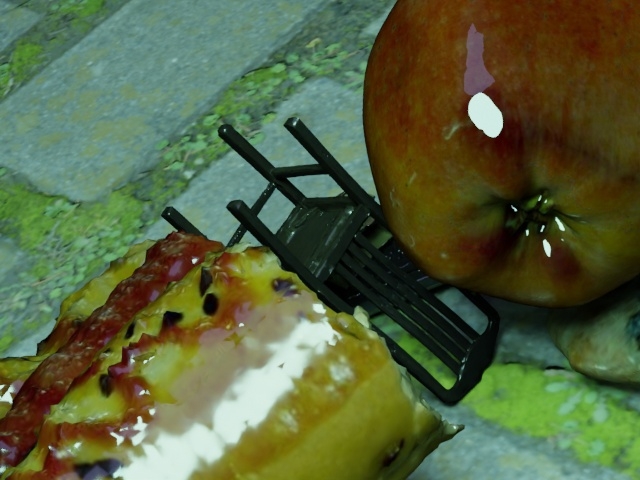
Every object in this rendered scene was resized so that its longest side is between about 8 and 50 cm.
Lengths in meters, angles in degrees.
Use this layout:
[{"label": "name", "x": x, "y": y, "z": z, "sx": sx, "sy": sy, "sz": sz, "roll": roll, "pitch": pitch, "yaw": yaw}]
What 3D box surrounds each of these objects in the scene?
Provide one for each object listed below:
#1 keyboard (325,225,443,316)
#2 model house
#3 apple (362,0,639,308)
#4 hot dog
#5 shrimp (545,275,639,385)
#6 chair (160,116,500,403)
[{"label": "keyboard", "x": 0.103, "y": -0.014, "z": 1.212, "sx": 0.230, "sy": 0.025, "sz": 0.093, "roll": -24, "pitch": 39, "yaw": 12}, {"label": "model house", "x": 0.000, "y": 0.000, "z": 1.203, "sx": 0.083, "sy": 0.057, "sz": 0.058, "roll": -48, "pitch": 46, "yaw": -14}, {"label": "apple", "x": 0.134, "y": -0.068, "z": 1.049, "sx": 0.234, "sy": 0.234, "sz": 0.234, "roll": -14, "pitch": 38, "yaw": 11}, {"label": "hot dog", "x": -0.154, "y": 0.153, "z": 0.999, "sx": 0.365, "sy": 0.196, "sz": 0.367, "roll": -44, "pitch": 19, "yaw": -16}, {"label": "shrimp", "x": 0.301, "y": -0.025, "z": 1.106, "sx": 0.360, "sy": 0.085, "sz": 0.247, "roll": -31, "pitch": 26, "yaw": -4}, {"label": "chair", "x": 0.012, "y": 0.019, "z": 1.124, "sx": 0.101, "sy": 0.212, "sz": 0.084, "roll": -1, "pitch": 50, "yaw": 58}]
